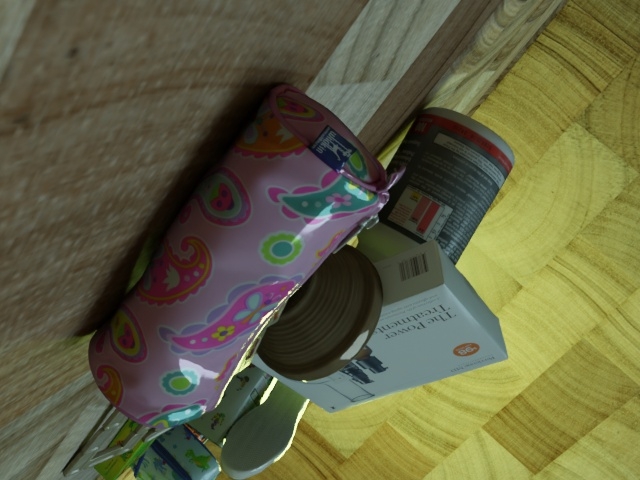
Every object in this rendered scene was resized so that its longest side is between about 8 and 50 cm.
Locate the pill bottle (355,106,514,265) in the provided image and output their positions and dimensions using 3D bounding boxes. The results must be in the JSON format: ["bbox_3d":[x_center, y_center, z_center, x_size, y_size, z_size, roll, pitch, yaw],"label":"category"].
[{"bbox_3d":[0.194,-0.051,1.230,0.363,0.210,0.210,-59,175,-3],"label":"pill bottle"}]

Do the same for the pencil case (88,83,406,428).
[{"bbox_3d":[-0.065,0.019,0.499,0.284,0.124,0.124,-50,174,20],"label":"pencil case"}]

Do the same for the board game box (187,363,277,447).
[{"bbox_3d":[-0.140,0.272,1.312,0.303,0.097,0.224,-55,166,-20],"label":"board game box"}]

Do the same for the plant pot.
[{"bbox_3d":[-0.030,0.090,1.009,0.237,0.237,0.110,-48,134,-2],"label":"plant pot"}]

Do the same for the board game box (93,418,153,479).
[{"bbox_3d":[-0.298,0.317,1.076,0.181,0.043,0.092,-52,173,25],"label":"board game box"}]

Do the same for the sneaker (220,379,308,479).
[{"bbox_3d":[-0.109,0.399,1.260,0.292,0.108,0.169,-40,152,-57],"label":"sneaker"}]

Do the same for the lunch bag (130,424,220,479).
[{"bbox_3d":[-0.298,0.443,1.273,0.090,0.176,0.219,-37,166,-39],"label":"lunch bag"}]

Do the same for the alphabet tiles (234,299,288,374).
[{"bbox_3d":[-0.042,0.021,0.787,0.342,0.011,0.285,-64,172,6],"label":"alphabet tiles"}]

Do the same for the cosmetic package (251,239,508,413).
[{"bbox_3d":[0.098,0.171,1.136,0.377,0.284,0.097,-24,-132,24],"label":"cosmetic package"}]

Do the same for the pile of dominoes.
[{"bbox_3d":[-0.234,0.222,0.911,0.251,0.040,0.196,-47,159,25],"label":"pile of dominoes"}]

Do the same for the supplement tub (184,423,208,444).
[{"bbox_3d":[-0.318,0.452,1.505,0.198,0.106,0.106,-48,174,-6],"label":"supplement tub"}]
